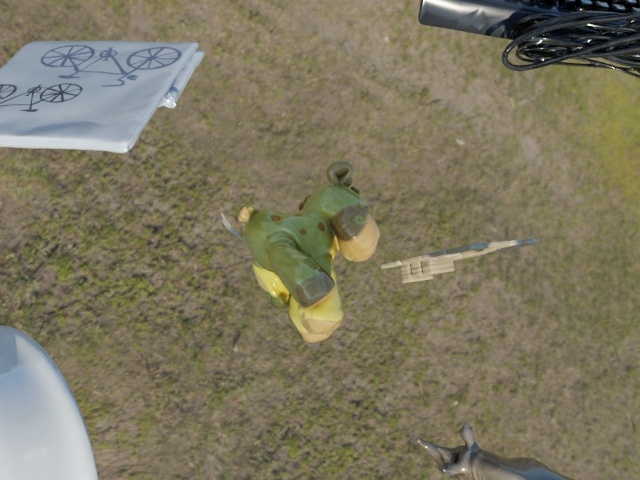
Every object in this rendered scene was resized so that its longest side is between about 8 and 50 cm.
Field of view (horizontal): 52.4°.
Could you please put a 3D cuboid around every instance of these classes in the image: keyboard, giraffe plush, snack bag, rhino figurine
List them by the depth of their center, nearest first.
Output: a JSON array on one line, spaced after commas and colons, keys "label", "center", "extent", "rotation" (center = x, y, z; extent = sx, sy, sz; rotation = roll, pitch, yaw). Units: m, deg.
[{"label": "keyboard", "center": [0.141, -0.111, 0.296], "extent": [0.192, 0.038, 0.100], "rotation": [7, 52, -3]}, {"label": "rhino figurine", "center": [0.203, 0.249, 0.624], "extent": [0.073, 0.243, 0.106], "rotation": [-56, 155, -19]}, {"label": "giraffe plush", "center": [0.000, 0.000, 0.840], "extent": [0.170, 0.181, 0.210], "rotation": [-33, 76, -19]}, {"label": "snack bag", "center": [-0.379, -0.230, 1.023], "extent": [0.342, 0.323, 0.037], "rotation": [-79, 169, -48]}]

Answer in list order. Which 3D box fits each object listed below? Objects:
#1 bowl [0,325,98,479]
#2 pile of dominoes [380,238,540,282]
[{"label": "bowl", "center": [-0.350, 0.239, 0.624], "extent": [0.134, 0.298, 0.297], "rotation": [-7, 76, -52]}, {"label": "pile of dominoes", "center": [0.244, 0.038, 1.120], "extent": [0.196, 0.251, 0.040], "rotation": [-4, 83, -32]}]
